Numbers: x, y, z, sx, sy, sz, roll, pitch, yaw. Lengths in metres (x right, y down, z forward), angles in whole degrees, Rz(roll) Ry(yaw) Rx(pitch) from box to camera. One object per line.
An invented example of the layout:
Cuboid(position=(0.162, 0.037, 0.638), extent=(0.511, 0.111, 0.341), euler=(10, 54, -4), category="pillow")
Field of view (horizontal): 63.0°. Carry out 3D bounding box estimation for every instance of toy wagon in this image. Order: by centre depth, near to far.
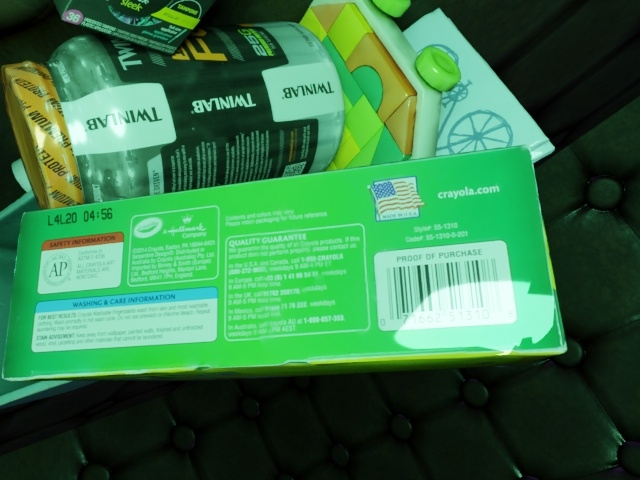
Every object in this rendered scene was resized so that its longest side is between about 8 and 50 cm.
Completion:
Cuboid(position=(0.061, -0.151, 0.684), extent=(0.068, 0.344, 0.267), euler=(-14, 158, -41), category="toy wagon")

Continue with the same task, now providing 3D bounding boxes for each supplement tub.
Cuboid(position=(-0.158, -0.137, 0.608), extent=(0.338, 0.207, 0.207), euler=(-19, 162, -32), category="supplement tub")

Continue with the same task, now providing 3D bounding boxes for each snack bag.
Cuboid(position=(0.115, -0.159, 0.802), extent=(0.343, 0.323, 0.037), euler=(-33, 148, 14), category="snack bag")

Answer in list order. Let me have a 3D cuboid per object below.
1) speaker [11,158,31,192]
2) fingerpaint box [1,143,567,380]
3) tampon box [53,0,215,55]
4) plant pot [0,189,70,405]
Cuboid(position=(-0.327, -0.110, 0.685), extent=(0.136, 0.055, 0.055), euler=(-28, 164, -4), category="speaker")
Cuboid(position=(-0.012, 0.065, 0.577), extent=(0.445, 0.163, 0.371), euler=(-6, 164, 14), category="fingerpaint box")
Cuboid(position=(-0.143, -0.261, 0.438), extent=(0.161, 0.101, 0.120), euler=(-38, 162, 29), category="tampon box")
Cuboid(position=(-0.329, 0.090, 0.759), extent=(0.247, 0.247, 0.252), euler=(-22, 162, 27), category="plant pot")
